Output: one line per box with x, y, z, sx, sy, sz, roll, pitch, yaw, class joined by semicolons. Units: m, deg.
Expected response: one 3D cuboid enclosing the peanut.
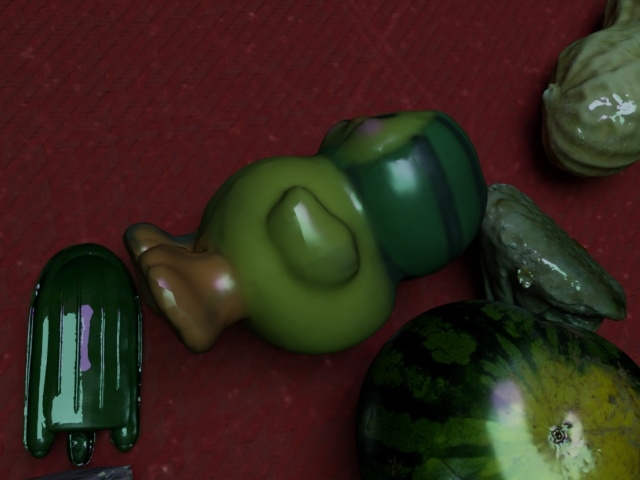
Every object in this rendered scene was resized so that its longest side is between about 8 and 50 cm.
0.364;-0.206;0.780;0.153;0.140;0.325;26;68;15;peanut

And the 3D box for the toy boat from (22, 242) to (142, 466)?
-0.220;0.102;0.618;0.104;0.052;0.210;3;72;-27;toy boat

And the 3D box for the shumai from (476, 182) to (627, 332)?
0.218;0.039;0.691;0.201;0.201;0.120;40;112;2;shumai

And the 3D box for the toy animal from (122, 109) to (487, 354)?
0.002;0.002;0.621;0.338;0.216;0.191;-28;108;-16;toy animal

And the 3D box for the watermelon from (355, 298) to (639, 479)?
0.161;0.179;0.568;0.269;0.269;0.269;3;73;-10;watermelon

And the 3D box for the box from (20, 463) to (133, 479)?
-0.196;0.309;0.476;0.091;0.221;0.274;-1;72;-7;box
